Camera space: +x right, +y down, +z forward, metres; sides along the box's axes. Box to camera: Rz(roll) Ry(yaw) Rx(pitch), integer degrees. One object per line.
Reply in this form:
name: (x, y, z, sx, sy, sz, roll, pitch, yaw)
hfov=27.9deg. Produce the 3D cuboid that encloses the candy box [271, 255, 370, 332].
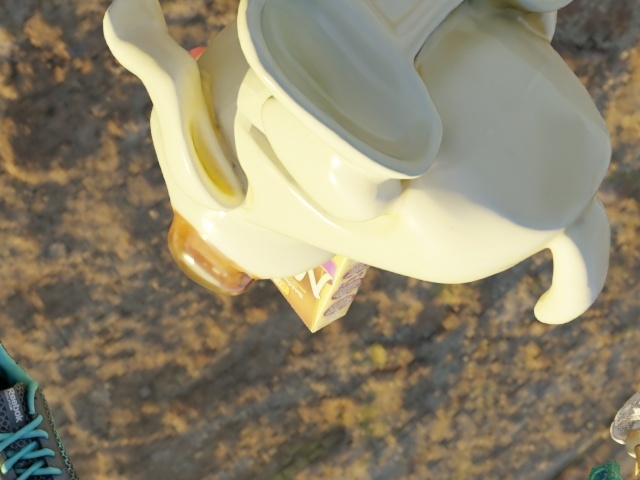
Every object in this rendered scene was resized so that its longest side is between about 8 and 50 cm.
candy box: (0.000, 0.000, 1.315, 0.053, 0.109, 0.187, -28, 157, -28)

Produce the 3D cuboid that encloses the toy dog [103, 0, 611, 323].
toy dog: (0.019, -0.095, 1.029, 0.408, 0.395, 0.284, -14, -141, 56)

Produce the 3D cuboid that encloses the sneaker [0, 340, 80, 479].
sneaker: (-0.161, 0.112, 0.671, 0.065, 0.166, 0.076, -23, 139, -26)

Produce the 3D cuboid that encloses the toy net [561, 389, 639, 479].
toy net: (0.290, 0.231, 1.261, 0.232, 0.045, 0.122, -55, -159, -24)
